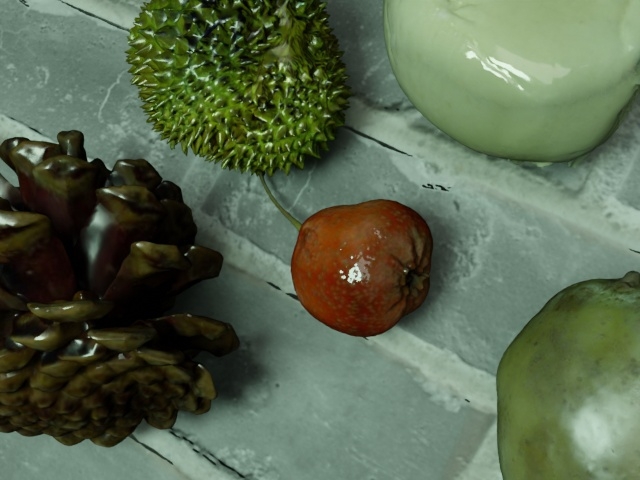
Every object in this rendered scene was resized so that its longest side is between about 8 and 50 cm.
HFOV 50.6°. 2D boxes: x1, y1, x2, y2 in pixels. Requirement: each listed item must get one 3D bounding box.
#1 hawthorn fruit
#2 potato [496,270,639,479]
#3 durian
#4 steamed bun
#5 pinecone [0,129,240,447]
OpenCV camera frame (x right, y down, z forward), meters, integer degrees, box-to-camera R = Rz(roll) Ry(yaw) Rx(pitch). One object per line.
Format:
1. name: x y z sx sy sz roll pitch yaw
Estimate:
1. hawthorn fruit: 0.000 0.000 0.815 0.285 0.165 0.165 29 86 31
2. potato: 0.296 0.198 0.650 0.243 0.221 0.326 -19 84 20
3. durian: -0.097 -0.221 0.827 0.291 0.224 0.291 4 55 -6
4. steamed bun: 0.234 -0.250 0.760 0.312 0.233 0.334 38 80 20
5. pinecone: -0.276 0.035 0.765 0.384 0.384 0.384 -3 77 13
